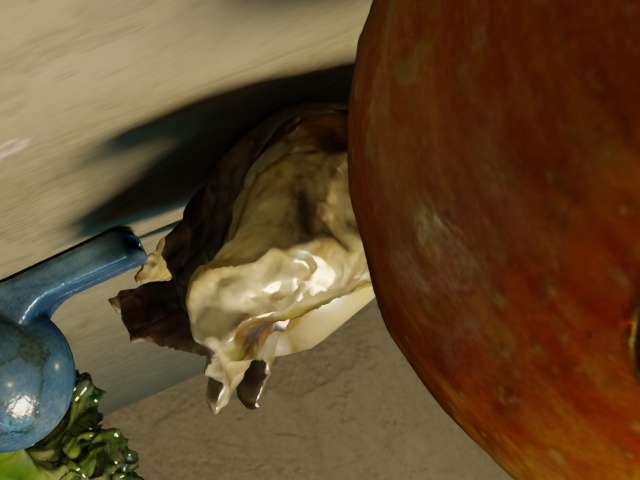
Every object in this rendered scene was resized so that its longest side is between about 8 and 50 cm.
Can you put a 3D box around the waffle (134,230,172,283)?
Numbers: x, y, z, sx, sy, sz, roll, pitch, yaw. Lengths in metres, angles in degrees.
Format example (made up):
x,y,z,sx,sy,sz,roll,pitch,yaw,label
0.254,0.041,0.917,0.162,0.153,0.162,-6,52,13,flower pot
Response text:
x,y,z,sx,sy,sz,roll,pitch,yaw,label
-0.006,-0.023,1.114,0.125,0.032,0.191,-26,176,36,waffle

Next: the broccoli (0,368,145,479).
x,y,z,sx,sy,sz,roll,pitch,yaw,label
-0.252,0.142,1.354,0.199,0.177,0.275,10,160,28,broccoli

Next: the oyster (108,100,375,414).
x,y,z,sx,sy,sz,roll,pitch,yaw,label
-0.005,-0.010,0.915,0.275,0.100,0.271,-36,-176,-33,oyster

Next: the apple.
x,y,z,sx,sy,sz,roll,pitch,yaw,label
0.162,-0.033,0.595,0.277,0.250,0.309,-20,171,-34,apple

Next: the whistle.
x,y,z,sx,sy,sz,roll,pitch,yaw,label
-0.154,0.063,1.039,0.158,0.090,0.090,-24,175,5,whistle
